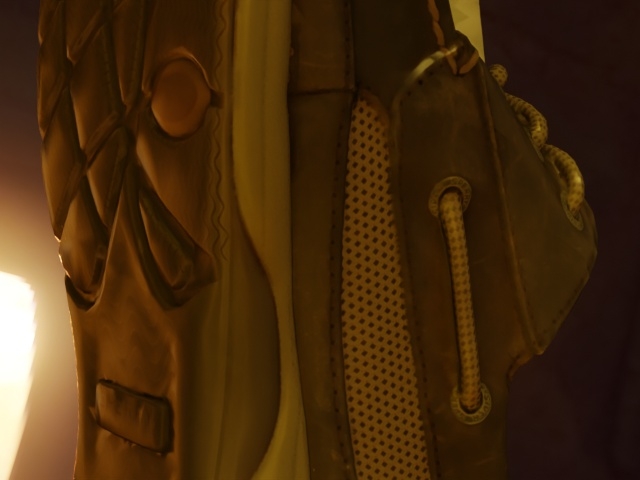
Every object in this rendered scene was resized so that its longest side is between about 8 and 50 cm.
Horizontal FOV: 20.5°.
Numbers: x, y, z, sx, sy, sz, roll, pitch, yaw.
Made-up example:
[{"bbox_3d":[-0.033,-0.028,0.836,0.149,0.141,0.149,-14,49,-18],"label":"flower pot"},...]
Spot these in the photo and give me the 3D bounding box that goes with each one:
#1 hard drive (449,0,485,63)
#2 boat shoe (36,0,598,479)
[{"bbox_3d":[-0.022,-0.191,0.943,0.307,0.040,0.203,23,55,-45],"label":"hard drive"},{"bbox_3d":[0.000,0.000,0.504,0.130,0.132,0.355,-4,101,-29],"label":"boat shoe"}]
